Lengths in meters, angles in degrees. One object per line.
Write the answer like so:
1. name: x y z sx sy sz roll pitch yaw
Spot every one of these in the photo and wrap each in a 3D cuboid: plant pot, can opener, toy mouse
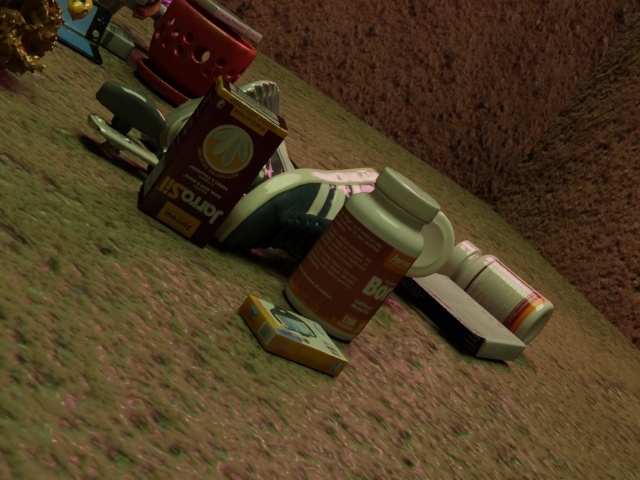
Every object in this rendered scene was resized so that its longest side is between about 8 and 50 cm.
1. plant pot: -0.245 -0.353 2.081 0.191 0.174 0.191 34 12 -8
2. can opener: -0.202 -0.111 1.494 0.280 0.093 0.074 36 10 -29
3. toy mouse: -0.333 -0.369 1.442 0.031 0.143 0.161 -8 17 -5

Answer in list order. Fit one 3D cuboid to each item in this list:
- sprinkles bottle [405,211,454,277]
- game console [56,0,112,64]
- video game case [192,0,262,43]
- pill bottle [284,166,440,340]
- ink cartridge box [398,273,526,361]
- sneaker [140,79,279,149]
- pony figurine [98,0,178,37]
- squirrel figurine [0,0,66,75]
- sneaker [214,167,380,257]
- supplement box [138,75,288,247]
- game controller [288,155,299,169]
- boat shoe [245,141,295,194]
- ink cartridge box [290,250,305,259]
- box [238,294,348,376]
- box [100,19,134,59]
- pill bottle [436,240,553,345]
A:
1. sprinkles bottle: 0.122 -0.029 1.884 0.121 0.121 0.355 33 2 -17
2. game console: -0.443 -0.400 1.928 0.144 0.124 0.085 29 -13 -34
3. video game case: -0.235 -0.482 2.148 0.212 0.023 0.193 39 9 23
4. pill bottle: 0.059 0.016 1.414 0.121 0.216 0.121 35 12 -8
5. ink cartridge box: 0.236 0.128 1.917 0.223 0.045 0.224 43 14 33
6. sneaker: -0.168 -0.203 1.710 0.115 0.105 0.281 17 26 30
7. pony figurine: -0.407 -0.577 2.308 0.363 0.303 0.351 35 32 -52
8. squirrel figurine: -0.486 -0.402 1.465 0.370 0.281 0.396 76 6 -69
9. sneaker: 0.005 -0.012 1.513 0.350 0.131 0.148 -13 68 -48
10. supplement box: -0.138 -0.100 1.364 0.104 0.188 0.081 33 13 -17
11. game controller: -0.080 -0.131 1.995 0.166 0.067 0.319 51 1 -36
12. boat shoe: -0.127 -0.148 1.822 0.102 0.108 0.301 31 20 -33
13. ink cartridge box: 0.000 0.000 1.687 0.209 0.062 0.109 32 13 -21
14. box: -0.026 0.114 1.254 0.136 0.028 0.081 24 17 -41
15. box: -0.459 -0.438 2.132 0.186 0.038 0.145 33 11 -21
16. pill bottle: 0.343 0.106 2.129 0.221 0.121 0.121 42 13 24
